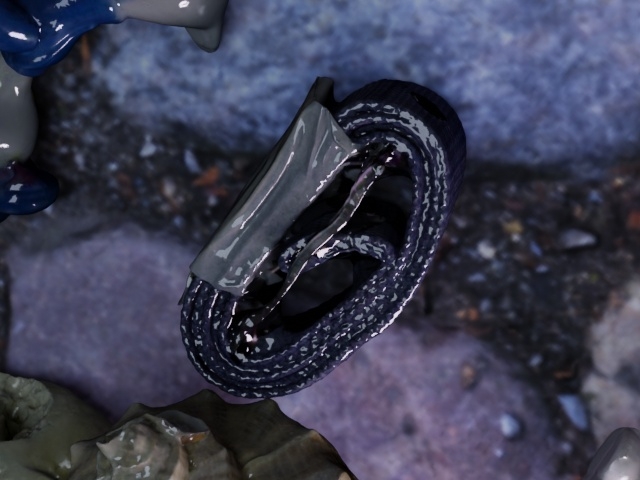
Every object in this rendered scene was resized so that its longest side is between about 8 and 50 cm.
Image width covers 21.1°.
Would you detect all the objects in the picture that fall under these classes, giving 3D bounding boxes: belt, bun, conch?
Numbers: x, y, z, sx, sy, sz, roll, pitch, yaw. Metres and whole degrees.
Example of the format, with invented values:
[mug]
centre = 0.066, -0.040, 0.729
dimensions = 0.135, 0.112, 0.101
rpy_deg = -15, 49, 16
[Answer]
[belt]
centre = 0.000, 0.000, 1.133
dimensions = 0.139, 0.126, 0.230
rpy_deg = 38, 109, 0
[bun]
centre = -0.220, 0.194, 1.230
dimensions = 0.178, 0.128, 0.193
rpy_deg = -9, 99, 16
[conch]
centre = -0.057, 0.184, 1.159
dimensions = 0.210, 0.291, 0.159
rpy_deg = -11, 61, 17

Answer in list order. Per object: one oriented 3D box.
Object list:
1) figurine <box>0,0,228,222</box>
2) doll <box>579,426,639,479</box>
[figurine]
centre = -0.201, -0.144, 1.117
dimensions = 0.283, 0.204, 0.338
rpy_deg = 12, 120, -16
[doll]
centre = 0.276, 0.257, 1.138
dimensions = 0.271, 0.144, 0.208
rpy_deg = 18, 86, 5
